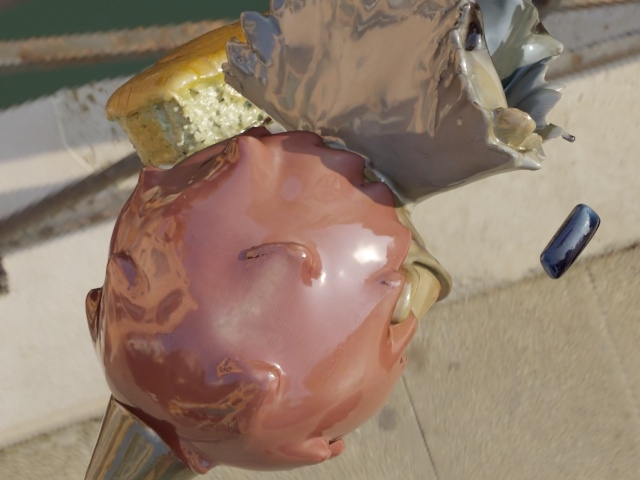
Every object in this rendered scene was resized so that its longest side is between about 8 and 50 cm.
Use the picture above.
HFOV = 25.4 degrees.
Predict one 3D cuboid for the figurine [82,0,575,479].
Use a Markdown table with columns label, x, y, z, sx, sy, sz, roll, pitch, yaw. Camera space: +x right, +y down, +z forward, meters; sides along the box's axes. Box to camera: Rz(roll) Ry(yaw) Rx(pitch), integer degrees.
| label | x | y | z | sx | sy | sz | roll | pitch | yaw |
| --- | --- | --- | --- | --- | --- | --- | --- | --- | --- |
| figurine | 0.000 | 0.000 | 0.650 | 0.207 | 0.166 | 0.387 | 22 | 81 | 43 |

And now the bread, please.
| label | x | y | z | sx | sy | sz | roll | pitch | yaw |
| --- | --- | --- | --- | --- | --- | --- | --- | --- | --- |
| bread | -0.119 | -0.177 | 1.623 | 0.245 | 0.174 | 0.121 | -37 | 113 | -31 |

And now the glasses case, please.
| label | x | y | z | sx | sy | sz | roll | pitch | yaw |
| --- | --- | --- | --- | --- | --- | --- | --- | --- | --- |
| glasses case | 0.253 | 0.000 | 1.430 | 0.083 | 0.023 | 0.033 | -52 | 120 | -16 |
